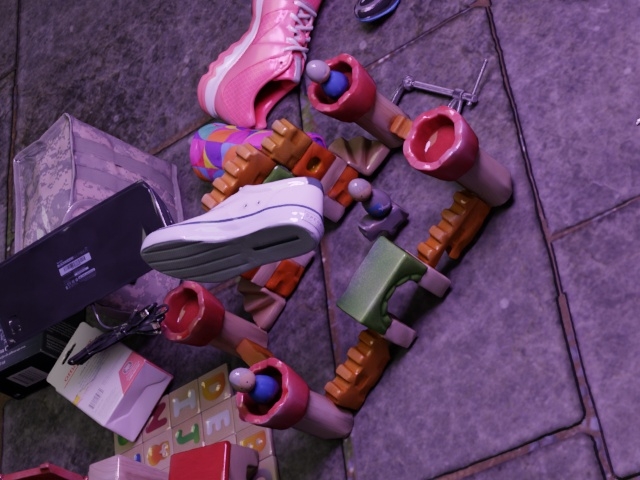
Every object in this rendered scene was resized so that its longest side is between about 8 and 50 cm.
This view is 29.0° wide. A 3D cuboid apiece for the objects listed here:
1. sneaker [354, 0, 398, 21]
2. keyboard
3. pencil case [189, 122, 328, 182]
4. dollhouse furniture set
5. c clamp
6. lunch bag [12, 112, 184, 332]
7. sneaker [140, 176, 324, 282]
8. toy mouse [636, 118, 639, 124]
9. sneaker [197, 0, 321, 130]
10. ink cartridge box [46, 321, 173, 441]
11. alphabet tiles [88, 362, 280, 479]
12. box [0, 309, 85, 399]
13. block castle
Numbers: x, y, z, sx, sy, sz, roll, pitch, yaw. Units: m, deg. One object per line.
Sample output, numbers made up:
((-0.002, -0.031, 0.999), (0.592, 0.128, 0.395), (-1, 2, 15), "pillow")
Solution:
((0.099, -0.414, 1.863), (0.067, 0.078, 0.188), (27, 86, 46), "sneaker")
((-0.314, 0.068, 1.691), (0.317, 0.033, 0.201), (-28, 76, 24), "keyboard")
((-0.088, -0.121, 1.847), (0.236, 0.104, 0.104), (12, 74, 42), "pencil case")
((-0.273, 0.391, 1.653), (0.374, 0.152, 0.201), (-20, 55, 32), "dollhouse furniture set")
((0.153, -0.194, 1.734), (0.161, 0.022, 0.137), (14, 83, 44), "c clamp")
((-0.333, -0.014, 1.890), (0.169, 0.235, 0.287), (-34, 50, 30), "lunch bag")
((-0.101, -0.014, 1.507), (0.258, 0.094, 0.091), (-10, 45, 29), "sneaker")
((0.461, -0.200, 1.463), (0.143, 0.031, 0.161), (21, 81, 45), "toy mouse")
((-0.056, -0.302, 1.931), (0.136, 0.116, 0.313), (39, 101, 36), "sneaker")
((-0.322, 0.208, 1.870), (0.198, 0.067, 0.115), (24, 79, 49), "ink cartridge box")
((-0.200, 0.339, 1.737), (0.343, 0.011, 0.285), (-29, 50, 25), "alphabet tiles")
((-0.470, 0.153, 2.018), (0.156, 0.093, 0.158), (-25, 51, 28), "box")
((0.000, 0.000, 1.606), (0.453, 0.213, 0.303), (-56, 44, 4), "block castle")
